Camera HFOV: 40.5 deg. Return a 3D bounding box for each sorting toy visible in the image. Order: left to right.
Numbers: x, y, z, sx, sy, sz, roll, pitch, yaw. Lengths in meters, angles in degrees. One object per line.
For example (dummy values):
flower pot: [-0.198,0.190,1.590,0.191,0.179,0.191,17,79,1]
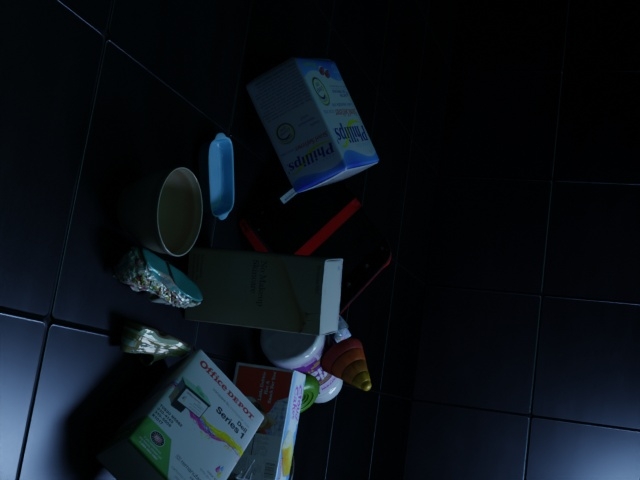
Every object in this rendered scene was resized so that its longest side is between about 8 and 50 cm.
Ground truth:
sorting toy: [-0.010,0.403,2.148,0.365,0.126,0.127,-39,143,-4]

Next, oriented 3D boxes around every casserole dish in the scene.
casserole dish: [-0.227,-0.139,1.873,0.114,0.037,0.188,-31,123,-66]

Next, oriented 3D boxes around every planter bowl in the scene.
planter bowl: [-0.301,-0.055,1.588,0.162,0.109,0.162,4,90,-69]

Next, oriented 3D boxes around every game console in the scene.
game console: [0.000,0.000,2.180,0.342,0.060,0.386,52,43,-5]

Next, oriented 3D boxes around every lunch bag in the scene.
lunch bag: [0.039,0.222,2.269,0.053,0.071,0.083,-37,149,-2]

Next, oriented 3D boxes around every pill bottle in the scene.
pill bottle: [-0.036,0.309,2.274,0.301,0.169,0.169,64,36,-52]

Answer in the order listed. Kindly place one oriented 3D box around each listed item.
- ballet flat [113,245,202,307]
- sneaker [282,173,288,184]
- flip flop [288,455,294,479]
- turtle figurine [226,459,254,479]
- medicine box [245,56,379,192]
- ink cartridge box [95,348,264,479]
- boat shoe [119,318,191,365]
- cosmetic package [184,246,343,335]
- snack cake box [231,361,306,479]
ballet flat: [-0.311,0.077,1.643,0.091,0.077,0.241,65,9,31]
sneaker: [-0.031,-0.078,2.277,0.087,0.130,0.227,-52,139,-59]
flip flop: [-0.132,0.653,2.202,0.080,0.112,0.277,126,-31,-80]
turtle figurine: [-0.238,0.508,1.854,0.175,0.118,0.234,26,85,-49]
medicine box: [-0.012,-0.282,2.108,0.289,0.149,0.263,64,23,1]
ink cartridge box: [-0.257,0.372,1.651,0.201,0.117,0.278,49,35,-9]
boat shoe: [-0.323,0.205,1.664,0.190,0.068,0.072,34,74,-56]
cosmetic package: [-0.119,0.102,1.815,0.113,0.310,0.160,1,92,-68]
snack cake box: [-0.139,0.431,2.052,0.089,0.152,0.264,41,57,-65]
